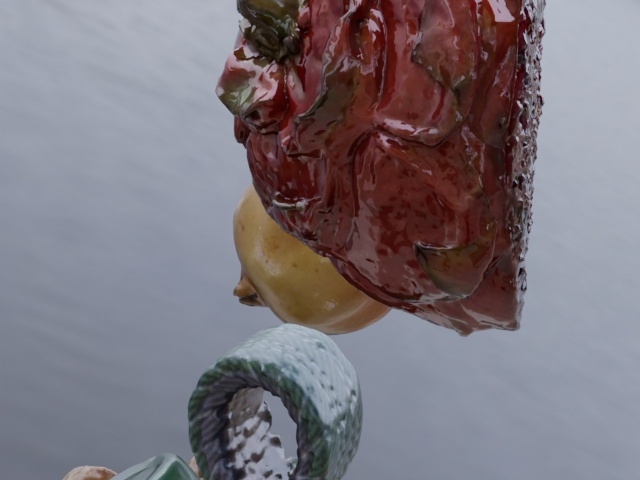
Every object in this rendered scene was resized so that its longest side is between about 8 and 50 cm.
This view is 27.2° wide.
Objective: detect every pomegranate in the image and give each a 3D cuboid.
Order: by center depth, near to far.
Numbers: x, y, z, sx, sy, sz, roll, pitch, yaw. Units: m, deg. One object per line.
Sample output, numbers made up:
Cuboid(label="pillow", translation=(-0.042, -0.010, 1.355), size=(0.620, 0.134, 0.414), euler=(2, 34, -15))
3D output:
Cuboid(label="pomegranate", translation=(0.005, -0.004, 1.374), size=(0.209, 0.209, 0.209), euler=(24, 16, -8))

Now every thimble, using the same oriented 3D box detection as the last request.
Cuboid(label="thimble", translation=(-0.030, 0.135, 0.987), size=(0.118, 0.135, 0.090), euler=(2, 16, 28))

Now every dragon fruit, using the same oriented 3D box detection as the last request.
Cuboid(label="dragon fruit", translation=(0.028, -0.102, 0.800), size=(0.205, 0.317, 0.152), euler=(2, -3, 14))

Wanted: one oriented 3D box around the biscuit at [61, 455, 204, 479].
Cuboid(label="biscuit", translation=(-0.174, 0.309, 1.319), size=(0.277, 0.262, 0.052), euler=(27, -24, -37))

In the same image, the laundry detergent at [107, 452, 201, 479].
Cuboid(label="laundry detergent", translation=(-0.060, 0.217, 0.640), size=(0.211, 0.063, 0.137), euler=(64, 27, -7))
